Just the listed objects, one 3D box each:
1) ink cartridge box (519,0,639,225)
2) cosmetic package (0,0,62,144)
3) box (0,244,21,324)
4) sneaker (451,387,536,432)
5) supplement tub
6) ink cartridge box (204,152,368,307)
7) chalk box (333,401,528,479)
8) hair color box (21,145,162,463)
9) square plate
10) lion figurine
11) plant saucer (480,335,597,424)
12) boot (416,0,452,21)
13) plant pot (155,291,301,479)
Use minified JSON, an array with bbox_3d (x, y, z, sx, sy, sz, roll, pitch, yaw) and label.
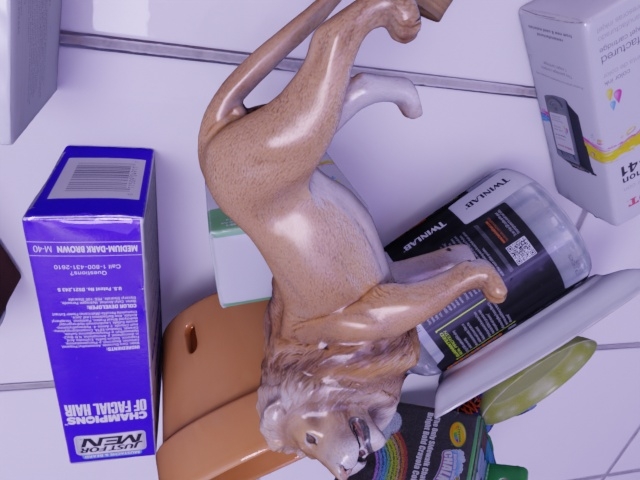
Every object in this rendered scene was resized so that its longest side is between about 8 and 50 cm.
[{"bbox_3d":[0.419,-0.206,0.620,0.226,0.131,0.306,-31,123,4],"label":"ink cartridge box"},{"bbox_3d":[-0.311,-0.189,0.388,0.151,0.183,0.151,8,118,-20],"label":"cosmetic package"},{"bbox_3d":[-0.459,-0.043,0.435,0.143,0.191,0.381,-18,123,-5],"label":"box"},{"bbox_3d":[0.330,0.325,0.960,0.221,0.083,0.087,-27,116,-8],"label":"sneaker"},{"bbox_3d":[0.186,0.059,0.678,0.316,0.193,0.193,-35,124,6],"label":"supplement tub"},{"bbox_3d":[-0.049,-0.032,0.544,0.155,0.212,0.093,-9,119,-10],"label":"ink cartridge box"},{"bbox_3d":[0.205,0.416,0.832,0.289,0.180,0.179,0,131,31],"label":"chalk box"},{"bbox_3d":[-0.250,0.078,0.571,0.110,0.185,0.338,-2,121,-15],"label":"hair color box"},{"bbox_3d":[0.324,0.154,0.767,0.347,0.049,0.344,-35,162,7],"label":"square plate"},{"bbox_3d":[0.000,0.000,0.391,0.240,0.142,0.392,-23,106,6],"label":"lion figurine"},{"bbox_3d":[0.376,0.242,0.845,0.241,0.037,0.240,-18,139,-17],"label":"plant saucer"},{"bbox_3d":[0.064,-0.370,0.445,0.295,0.104,0.211,16,110,-30],"label":"boot"},{"bbox_3d":[-0.083,0.188,0.633,0.291,0.203,0.290,-20,153,-11],"label":"plant pot"}]
